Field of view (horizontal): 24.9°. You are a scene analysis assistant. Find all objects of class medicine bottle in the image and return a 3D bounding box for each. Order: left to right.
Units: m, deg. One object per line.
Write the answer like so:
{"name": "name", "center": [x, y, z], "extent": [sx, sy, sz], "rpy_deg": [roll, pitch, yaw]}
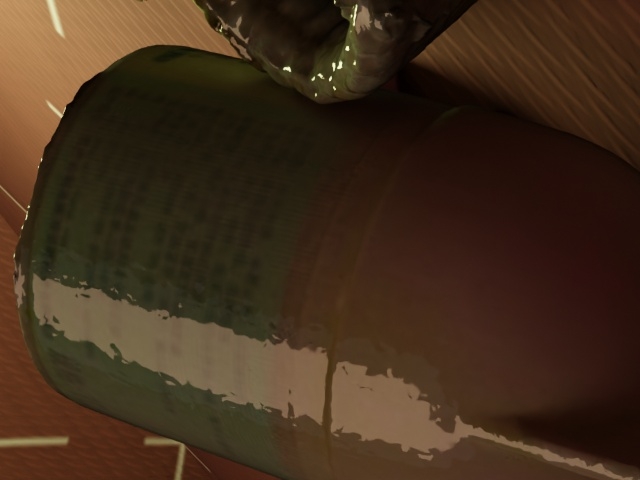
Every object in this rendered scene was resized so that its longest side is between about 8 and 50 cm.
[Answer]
{"name": "medicine bottle", "center": [0.058, 0.039, 0.821], "extent": [0.406, 0.236, 0.236], "rpy_deg": [15, 150, 24]}

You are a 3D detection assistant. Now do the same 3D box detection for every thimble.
{"name": "thimble", "center": [0.023, -0.160, 0.749], "extent": [0.137, 0.143, 0.190], "rpy_deg": [57, 161, -26]}

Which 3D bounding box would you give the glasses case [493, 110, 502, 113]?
{"name": "glasses case", "center": [0.133, -0.047, 0.945], "extent": [0.083, 0.023, 0.033], "rpy_deg": [47, 162, 3]}

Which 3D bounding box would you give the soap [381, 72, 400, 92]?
{"name": "soap", "center": [0.002, 0.000, 1.068], "extent": [0.181, 0.081, 0.259], "rpy_deg": [-5, 93, 64]}

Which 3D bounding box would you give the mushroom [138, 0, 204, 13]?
{"name": "mushroom", "center": [-0.095, -0.216, 0.961], "extent": [0.154, 0.122, 0.154], "rpy_deg": [49, 173, 8]}
